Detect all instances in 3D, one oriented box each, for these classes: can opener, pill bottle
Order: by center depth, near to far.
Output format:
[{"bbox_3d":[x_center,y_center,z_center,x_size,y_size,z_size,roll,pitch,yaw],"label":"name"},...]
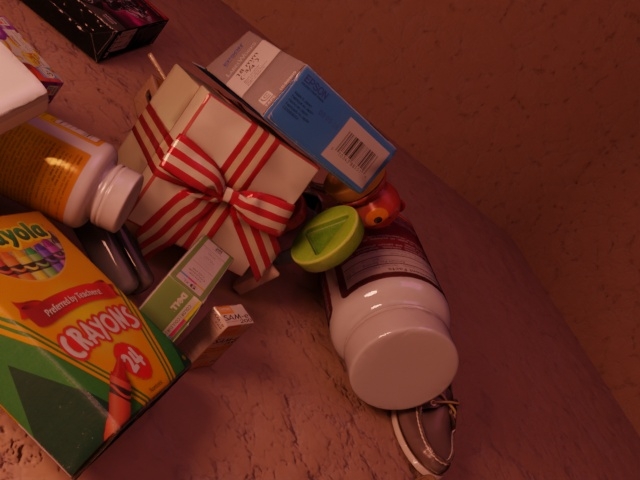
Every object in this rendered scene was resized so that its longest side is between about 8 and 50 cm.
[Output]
[{"bbox_3d":[-0.337,-0.093,0.820,0.215,0.117,0.117,27,23,-8],"label":"pill bottle"},{"bbox_3d":[-0.343,-0.037,0.923,0.283,0.095,0.076,60,18,6],"label":"can opener"},{"bbox_3d":[0.118,0.111,1.253,0.224,0.224,0.392,34,23,-26],"label":"pill bottle"}]

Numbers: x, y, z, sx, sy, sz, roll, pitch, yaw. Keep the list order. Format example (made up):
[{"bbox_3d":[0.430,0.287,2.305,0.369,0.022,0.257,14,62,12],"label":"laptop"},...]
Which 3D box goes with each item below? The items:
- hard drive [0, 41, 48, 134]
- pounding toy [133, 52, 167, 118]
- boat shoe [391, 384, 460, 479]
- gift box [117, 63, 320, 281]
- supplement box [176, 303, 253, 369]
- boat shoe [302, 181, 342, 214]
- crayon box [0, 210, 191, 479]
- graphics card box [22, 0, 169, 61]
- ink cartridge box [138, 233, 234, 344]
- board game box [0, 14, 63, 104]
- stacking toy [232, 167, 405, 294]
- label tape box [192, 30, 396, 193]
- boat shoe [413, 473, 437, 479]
[{"bbox_3d":[-0.477,-0.133,0.608,0.233,0.047,0.353,45,54,3],"label":"hard drive"},{"bbox_3d":[-0.325,-0.296,1.391,0.130,0.100,0.141,26,27,-41],"label":"pounding toy"},{"bbox_3d":[0.202,0.300,1.226,0.116,0.097,0.324,39,21,-14],"label":"boat shoe"},{"bbox_3d":[-0.180,-0.092,1.072,0.255,0.276,0.258,25,12,-33],"label":"gift box"},{"bbox_3d":[-0.147,0.132,0.899,0.036,0.098,0.062,52,22,20],"label":"supplement box"},{"bbox_3d":[-0.019,-0.081,1.558,0.307,0.111,0.104,21,32,-26],"label":"boat shoe"},{"bbox_3d":[-0.304,0.076,0.703,0.318,0.081,0.202,44,11,0],"label":"crayon box"},{"bbox_3d":[-0.517,-0.545,1.527,0.233,0.094,0.371,40,22,-10],"label":"graphics card box"},{"bbox_3d":[-0.197,0.080,0.893,0.062,0.109,0.209,40,21,-8],"label":"ink cartridge box"},{"bbox_3d":[-0.496,-0.201,0.831,0.142,0.144,0.275,47,21,6],"label":"board game box"},{"bbox_3d":[0.000,0.000,1.190,0.130,0.309,0.279,51,32,-30],"label":"stacking toy"},{"bbox_3d":[-0.053,-0.238,1.136,0.240,0.106,0.333,35,6,-40],"label":"label tape box"},{"bbox_3d":[0.134,0.433,0.852,0.092,0.103,0.285,45,24,-11],"label":"boat shoe"}]
